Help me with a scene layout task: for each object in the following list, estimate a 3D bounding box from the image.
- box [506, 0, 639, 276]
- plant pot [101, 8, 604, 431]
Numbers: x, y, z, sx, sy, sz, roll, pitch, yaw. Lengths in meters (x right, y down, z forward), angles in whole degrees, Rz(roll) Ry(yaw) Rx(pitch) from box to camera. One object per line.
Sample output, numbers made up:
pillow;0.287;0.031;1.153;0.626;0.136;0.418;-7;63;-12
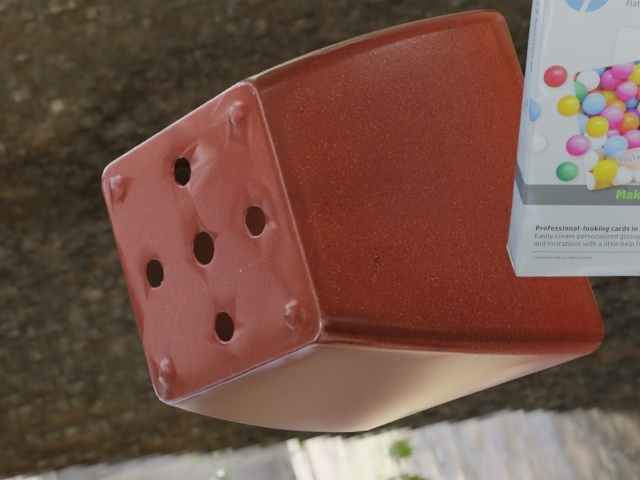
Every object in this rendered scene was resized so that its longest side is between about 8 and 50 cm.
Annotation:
box;0.178;-0.069;0.791;0.038;0.145;0.186;-97;8;-61
plant pot;0.000;0.000;1.101;0.267;0.235;0.267;-26;76;43
